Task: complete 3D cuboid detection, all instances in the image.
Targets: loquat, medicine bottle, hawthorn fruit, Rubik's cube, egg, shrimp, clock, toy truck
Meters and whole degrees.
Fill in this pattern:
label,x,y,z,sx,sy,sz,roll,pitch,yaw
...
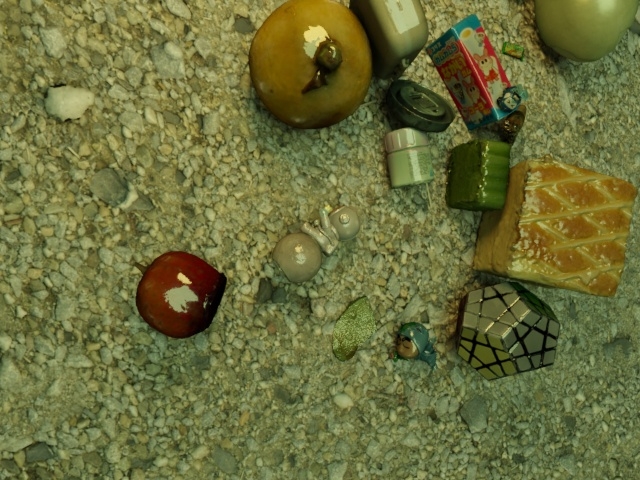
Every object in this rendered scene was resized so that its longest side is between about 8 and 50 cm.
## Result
label,x,y,z,sx,sy,sz,roll,pitch,yaw
loquat,-0.019,-0.452,1.109,0.328,0.359,0.329,-3,105,-13
medicine bottle,0.169,-0.576,1.133,0.123,0.375,0.282,-27,98,7
hawthorn fruit,-0.376,0.132,1.118,0.249,0.215,0.215,39,83,-14
Rubik's cube,0.563,0.275,1.329,0.318,0.319,0.264,-8,68,-14
medicine bottle,0.265,-0.248,1.298,0.135,0.135,0.169,-13,96,-13
egg,0.823,-0.723,1.344,0.278,0.278,0.336,-8,94,-14
shrimp,0.585,-0.323,1.334,0.058,0.296,0.169,21,122,24
clock,0.295,-0.398,1.279,0.214,0.042,0.215,13,46,-14
toy truck,0.555,-0.408,1.224,0.056,0.090,0.073,36,84,-12

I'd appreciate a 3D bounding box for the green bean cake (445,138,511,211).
label,x,y,z,sx,sy,sz,roll,pitch,yaw
green bean cake,0.477,-0.196,1.320,0.113,0.200,0.214,4,91,-15

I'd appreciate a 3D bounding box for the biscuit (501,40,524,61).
label,x,y,z,sx,sy,sz,roll,pitch,yaw
biscuit,0.643,-0.632,1.437,0.089,0.016,0.046,11,90,-15

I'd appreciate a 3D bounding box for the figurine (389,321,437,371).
label,x,y,z,sx,sy,sz,roll,pitch,yaw
figurine,0.296,0.345,1.351,0.144,0.114,0.178,-42,110,-7

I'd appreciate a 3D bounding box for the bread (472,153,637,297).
label,x,y,z,sx,sy,sz,roll,pitch,yaw
bread,0.714,-0.038,1.348,0.389,0.279,0.371,12,86,-12

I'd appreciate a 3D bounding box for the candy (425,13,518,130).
label,x,y,z,sx,sy,sz,roll,pitch,yaw
candy,0.464,-0.506,1.325,0.100,0.157,0.306,-33,100,-11

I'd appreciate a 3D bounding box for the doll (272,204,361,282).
label,x,y,z,sx,sy,sz,roll,pitch,yaw
doll,0.000,0.000,1.240,0.287,0.151,0.151,-37,101,-13

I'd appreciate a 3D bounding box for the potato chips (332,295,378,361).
label,x,y,z,sx,sy,sz,roll,pitch,yaw
potato chips,0.109,0.274,1.338,0.142,0.026,0.209,6,89,-11
